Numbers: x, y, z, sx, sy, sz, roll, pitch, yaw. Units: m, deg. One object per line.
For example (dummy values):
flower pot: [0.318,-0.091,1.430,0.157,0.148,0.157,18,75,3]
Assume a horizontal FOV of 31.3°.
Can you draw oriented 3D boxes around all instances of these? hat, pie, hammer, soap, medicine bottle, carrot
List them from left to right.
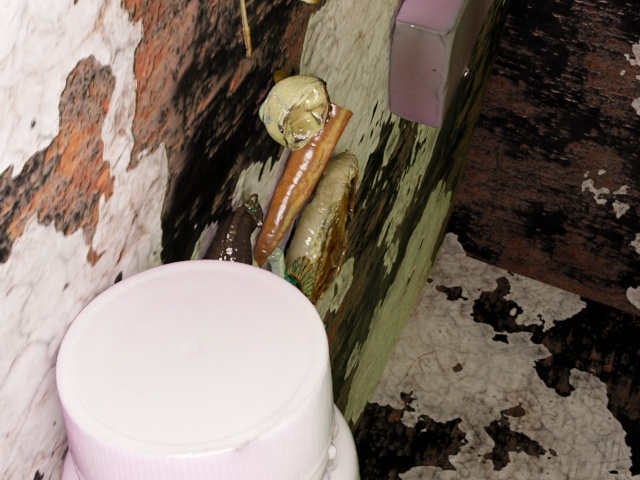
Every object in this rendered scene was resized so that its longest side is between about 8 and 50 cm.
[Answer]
medicine bottle: [-0.092,0.201,0.970,0.256,0.256,0.325,-60,156,-46]
hammer: [-0.069,-0.202,1.032,0.029,0.014,0.123,-57,168,-19]
hat: [-0.031,-0.141,1.209,0.076,0.059,0.077,-50,158,-17]
carrot: [-0.032,-0.069,1.380,0.224,0.057,0.057,-64,169,-4]
pie: [0.000,0.000,1.631,0.274,0.055,0.274,20,90,-81]
soap: [0.211,-0.378,1.881,0.285,0.107,0.296,88,23,-64]

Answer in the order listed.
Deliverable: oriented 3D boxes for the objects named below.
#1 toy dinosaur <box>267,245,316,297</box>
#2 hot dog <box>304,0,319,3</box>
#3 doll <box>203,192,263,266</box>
toy dinosaur: [-0.035,0.071,1.485,0.187,0.044,0.106,27,82,-44]
hot dog: [0.031,-0.348,1.139,0.088,0.061,0.286,89,24,-53]
doll: [-0.094,0.034,1.213,0.139,0.057,0.165,86,21,-59]
